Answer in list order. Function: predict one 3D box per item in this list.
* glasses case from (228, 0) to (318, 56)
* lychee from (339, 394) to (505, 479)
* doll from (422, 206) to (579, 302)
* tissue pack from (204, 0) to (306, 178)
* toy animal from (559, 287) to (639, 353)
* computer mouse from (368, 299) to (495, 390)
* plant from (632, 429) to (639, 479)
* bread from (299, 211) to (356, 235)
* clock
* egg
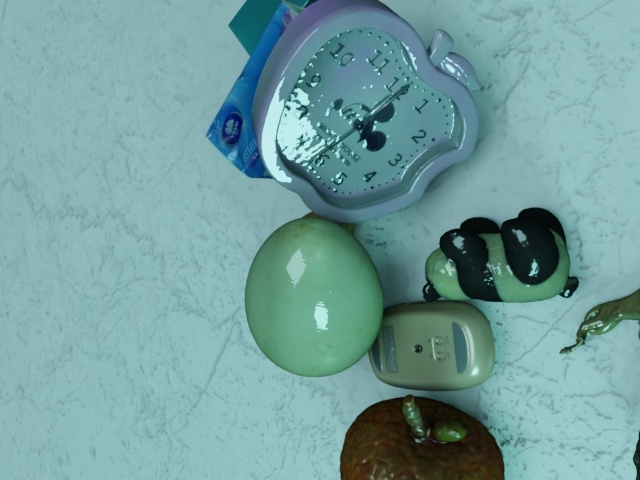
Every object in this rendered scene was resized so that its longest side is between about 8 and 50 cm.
[{"bbox_3d":[-0.030,-0.444,1.386,0.301,0.070,0.117,-46,64,28],"label":"glasses case"},{"bbox_3d":[0.154,0.349,1.229,0.255,0.255,0.299,20,118,29],"label":"lychee"},{"bbox_3d":[0.259,0.029,1.197,0.234,0.144,0.135,-6,97,32],"label":"doll"},{"bbox_3d":[-0.040,-0.240,1.325,0.146,0.198,0.263,43,114,24],"label":"tissue pack"},{"bbox_3d":[0.437,0.114,1.137,0.220,0.069,0.086,-36,54,23],"label":"toy animal"},{"bbox_3d":[0.177,0.168,1.286,0.237,0.082,0.145,-11,86,44],"label":"computer mouse"},{"bbox_3d":[0.545,0.315,1.001,0.276,0.188,0.198,5,75,13],"label":"plant"},{"bbox_3d":[0.000,0.000,1.396,0.192,0.067,0.119,-29,76,28],"label":"bread"},{"bbox_3d":[0.065,-0.195,1.191,0.338,0.339,0.102,-57,28,22],"label":"clock"},{"bbox_3d":[-0.011,0.082,1.244,0.219,0.218,0.295,25,142,28],"label":"egg"}]
